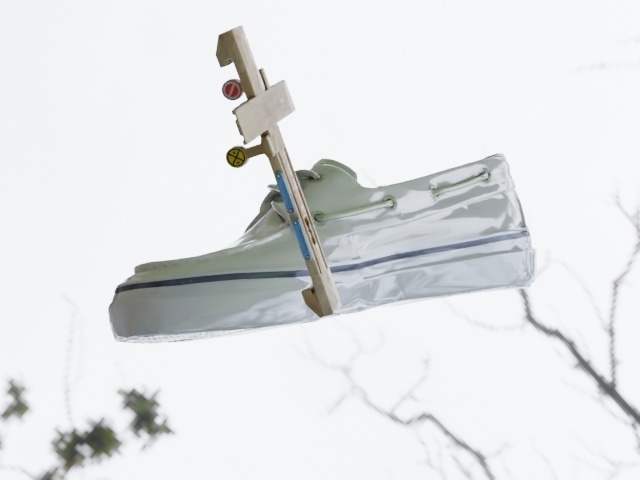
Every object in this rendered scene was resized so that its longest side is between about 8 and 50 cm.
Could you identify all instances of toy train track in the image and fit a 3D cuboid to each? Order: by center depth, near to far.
[{"bbox_3d":[-0.015,-0.018,0.442,0.014,0.083,0.048,-17,-170,19],"label":"toy train track"}]

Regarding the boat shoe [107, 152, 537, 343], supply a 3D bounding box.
[{"bbox_3d":[0.000,0.000,0.749,0.083,0.226,0.076,-14,-96,54],"label":"boat shoe"}]
